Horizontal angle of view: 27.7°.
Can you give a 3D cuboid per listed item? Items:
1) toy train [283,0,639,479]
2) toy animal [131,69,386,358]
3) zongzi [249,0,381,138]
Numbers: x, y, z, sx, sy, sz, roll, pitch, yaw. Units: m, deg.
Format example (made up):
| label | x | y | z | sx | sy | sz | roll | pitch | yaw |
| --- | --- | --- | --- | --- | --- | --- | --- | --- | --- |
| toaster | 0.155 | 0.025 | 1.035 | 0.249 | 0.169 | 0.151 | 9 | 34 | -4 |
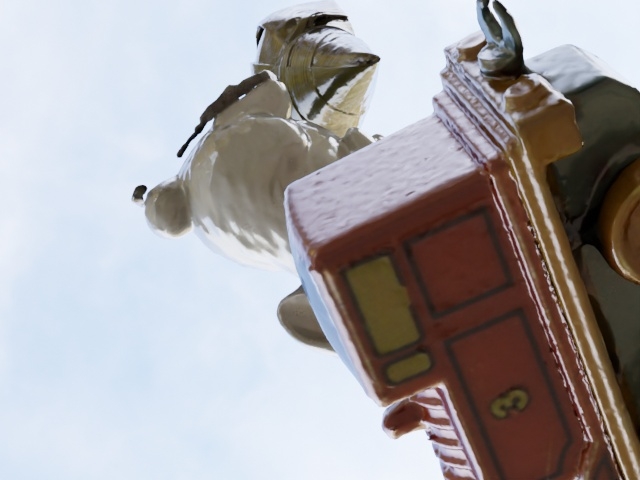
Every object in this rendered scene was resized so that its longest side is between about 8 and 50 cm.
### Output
| label | x | y | z | sx | sy | sz | roll | pitch | yaw |
| --- | --- | --- | --- | --- | --- | --- | --- | --- | --- |
| toy train | 0.124 | 0.038 | 0.763 | 0.231 | 0.163 | 0.369 | -23 | -65 | 3 |
| toy animal | 0.000 | 0.000 | 1.378 | 0.258 | 0.357 | 0.194 | -41 | -27 | -4 |
| zongzi | 0.006 | -0.132 | 1.569 | 0.138 | 0.300 | 0.286 | -5 | -71 | -21 |
